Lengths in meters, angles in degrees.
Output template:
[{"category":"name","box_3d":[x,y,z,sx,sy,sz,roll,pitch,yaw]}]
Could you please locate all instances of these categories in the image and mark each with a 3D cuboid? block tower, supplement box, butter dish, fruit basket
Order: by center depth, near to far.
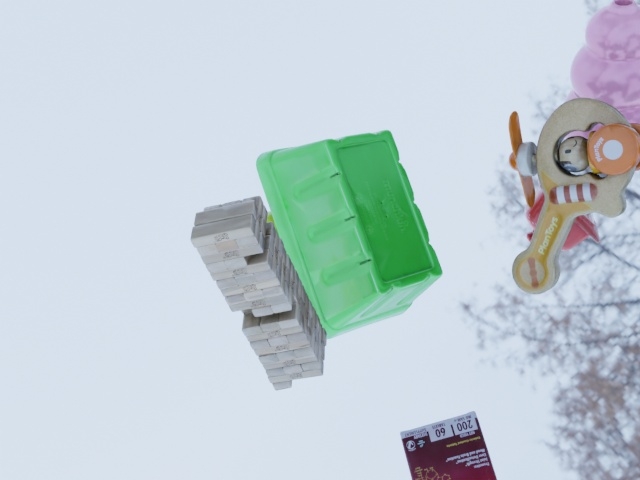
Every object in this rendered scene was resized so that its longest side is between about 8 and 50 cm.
[{"category":"block tower","box_3d":[-0.080,0.081,1.329,0.097,0.091,0.335,-11,-49,13]},{"category":"supplement box","box_3d":[0.216,0.401,1.384,0.130,0.239,0.073,-18,-34,5]},{"category":"fruit basket","box_3d":[0.000,0.000,1.689,0.283,0.392,0.392,-14,-46,-39]},{"category":"butter dish","box_3d":[0.449,-0.036,1.725,0.160,0.160,0.118,44,-69,0]}]

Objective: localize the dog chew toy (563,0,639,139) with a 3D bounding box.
[{"category":"dog chew toy","box_3d":[0.577,-0.310,1.741,0.206,0.206,0.332,-20,-51,-15]}]

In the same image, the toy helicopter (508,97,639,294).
[{"category":"toy helicopter","box_3d":[0.407,-0.077,1.546,0.140,0.235,0.355,-13,-54,-57]}]
